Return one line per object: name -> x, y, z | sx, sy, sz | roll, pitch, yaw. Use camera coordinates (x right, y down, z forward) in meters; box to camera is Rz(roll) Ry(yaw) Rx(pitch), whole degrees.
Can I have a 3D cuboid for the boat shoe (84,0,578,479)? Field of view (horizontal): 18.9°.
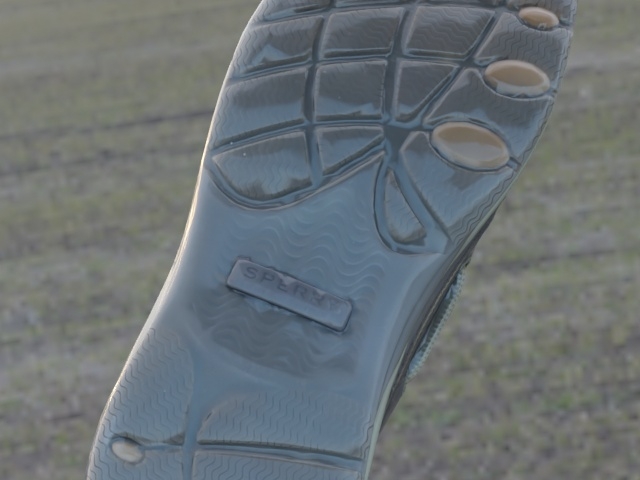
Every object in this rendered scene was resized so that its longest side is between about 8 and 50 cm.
boat shoe -> 0.000, 0.000, 0.820 | 0.132, 0.355, 0.130 | 28, -18, 3
